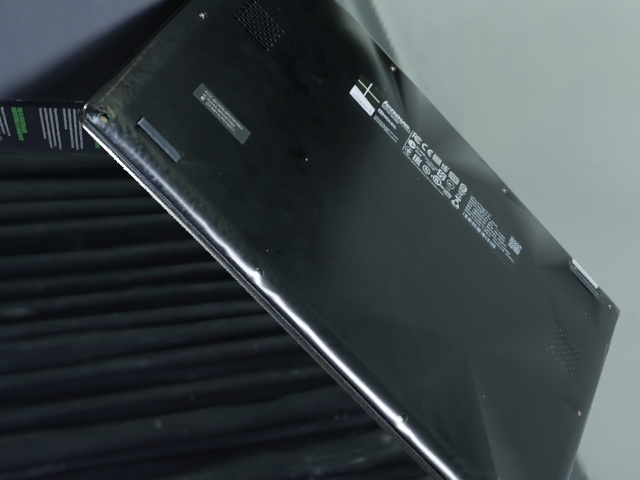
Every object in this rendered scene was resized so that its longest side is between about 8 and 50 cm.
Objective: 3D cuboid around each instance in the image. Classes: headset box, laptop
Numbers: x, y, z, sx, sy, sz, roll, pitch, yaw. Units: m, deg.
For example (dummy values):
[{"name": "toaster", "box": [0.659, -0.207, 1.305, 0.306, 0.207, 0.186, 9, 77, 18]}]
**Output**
[{"name": "headset box", "box": [-0.202, -0.189, 0.893, 0.131, 0.283, 0.246, 129, 141, -75]}, {"name": "laptop", "box": [0.000, 0.000, 0.959, 0.382, 0.408, 0.236, 46, 129, -12]}]
